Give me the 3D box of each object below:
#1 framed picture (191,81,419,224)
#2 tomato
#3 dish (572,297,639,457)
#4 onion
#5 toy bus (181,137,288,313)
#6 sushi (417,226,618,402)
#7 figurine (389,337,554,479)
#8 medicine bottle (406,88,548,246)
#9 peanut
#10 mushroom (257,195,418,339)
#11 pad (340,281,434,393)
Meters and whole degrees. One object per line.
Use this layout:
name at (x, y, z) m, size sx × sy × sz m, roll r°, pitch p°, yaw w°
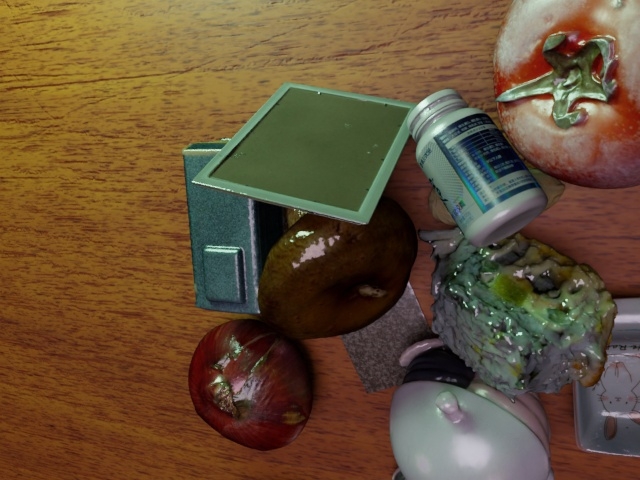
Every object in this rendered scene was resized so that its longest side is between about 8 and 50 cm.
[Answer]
framed picture at (-0.002, -0.133, 0.682) m, size 0.232 × 0.296 × 0.019 m, roll 15°, pitch 135°, yaw 16°
tomato at (0.335, -0.200, 0.557) m, size 0.270 × 0.227 × 0.270 m, roll 41°, pitch 143°, yaw 41°
dish at (0.443, 0.190, 0.711) m, size 0.154 × 0.064 × 0.234 m, roll -4°, pitch 103°, yaw 20°
onion at (-0.133, 0.264, 0.888) m, size 0.248 × 0.161 × 0.248 m, roll 19°, pitch 123°, yaw 32°
toy bus at (-0.123, -0.024, 0.800) m, size 0.138 × 0.167 × 0.275 m, roll 3°, pitch 105°, yaw 18°
sushi at (0.251, 0.086, 0.669) m, size 0.274 × 0.184 × 0.139 m, roll 40°, pitch 149°, yaw 42°
figurine at (0.225, 0.345, 0.744) m, size 0.253 × 0.211 × 0.361 m, roll 6°, pitch 106°, yaw 18°
medicine bottle at (0.191, -0.096, 0.632) m, size 0.107 × 0.107 × 0.191 m, roll -36°, pitch 67°, yaw 23°
peanut at (0.246, -0.063, 0.707) m, size 0.187 × 0.082 × 0.082 m, roll -4°, pitch 102°, yaw 21°
mushroom at (0.014, 0.034, 0.732) m, size 0.254 × 0.267 × 0.267 m, roll 37°, pitch 132°, yaw 56°
pad at (0.102, 0.142, 0.850) m, size 0.158 × 0.003 × 0.235 m, roll -23°, pitch 95°, yaw 23°
